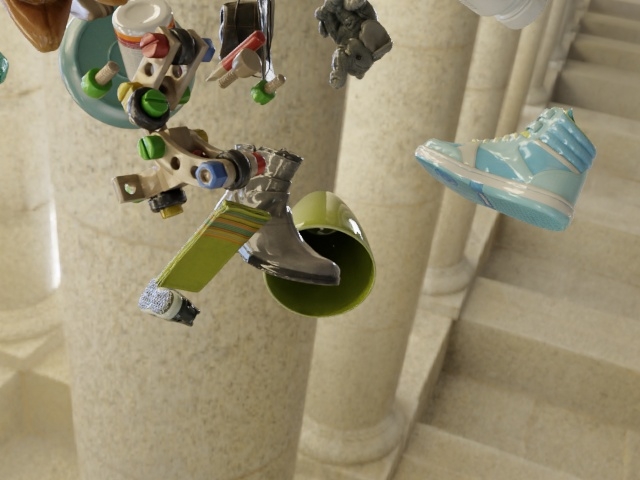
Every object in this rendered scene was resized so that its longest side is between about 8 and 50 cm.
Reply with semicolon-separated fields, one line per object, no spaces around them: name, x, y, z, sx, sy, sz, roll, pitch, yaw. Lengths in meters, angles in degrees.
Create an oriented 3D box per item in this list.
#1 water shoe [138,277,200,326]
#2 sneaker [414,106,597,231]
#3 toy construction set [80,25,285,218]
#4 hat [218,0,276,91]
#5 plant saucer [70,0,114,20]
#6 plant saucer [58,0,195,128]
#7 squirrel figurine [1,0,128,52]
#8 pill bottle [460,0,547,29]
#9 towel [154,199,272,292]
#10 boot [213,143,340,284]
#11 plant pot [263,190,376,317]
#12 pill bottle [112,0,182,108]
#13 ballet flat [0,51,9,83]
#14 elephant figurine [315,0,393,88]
water shoe;-0.300;0.131;1.580;0.080;0.073;0.203;34;174;-25
sneaker;0.342;-0.162;1.431;0.319;0.208;0.127;27;174;30
toy construction set;-0.213;-0.178;1.211;0.257;0.237;0.309;49;-137;-14
hat;-0.182;-0.486;1.919;0.134;0.331;0.331;-1;-150;2
plant saucer;-0.504;-0.480;1.438;0.278;0.041;0.278;29;175;3
plant saucer;-0.444;-0.420;1.863;0.318;0.317;0.044;-5;179;-20
squirrel figurine;-0.376;-0.525;1.136;0.281;0.397;0.370;-41;-165;-22
pill bottle;0.298;-0.479;1.433;0.229;0.131;0.131;24;-161;-32
towel;-0.192;0.018;1.419;0.102;0.237;0.021;16;-139;-40
boot;-0.077;-0.059;1.484;0.338;0.222;0.118;23;-174;35
plant pot;0.000;0.000;2.047;0.275;0.274;0.293;5;-147;-3
pill bottle;-0.348;-0.379;1.658;0.121;0.221;0.121;-2;-130;2
ballet flat;-0.783;-0.452;1.759;0.083;0.247;0.087;-25;-154;21
elephant figurine;0.085;-0.463;1.928;0.186;0.169;0.239;-17;-105;-2
